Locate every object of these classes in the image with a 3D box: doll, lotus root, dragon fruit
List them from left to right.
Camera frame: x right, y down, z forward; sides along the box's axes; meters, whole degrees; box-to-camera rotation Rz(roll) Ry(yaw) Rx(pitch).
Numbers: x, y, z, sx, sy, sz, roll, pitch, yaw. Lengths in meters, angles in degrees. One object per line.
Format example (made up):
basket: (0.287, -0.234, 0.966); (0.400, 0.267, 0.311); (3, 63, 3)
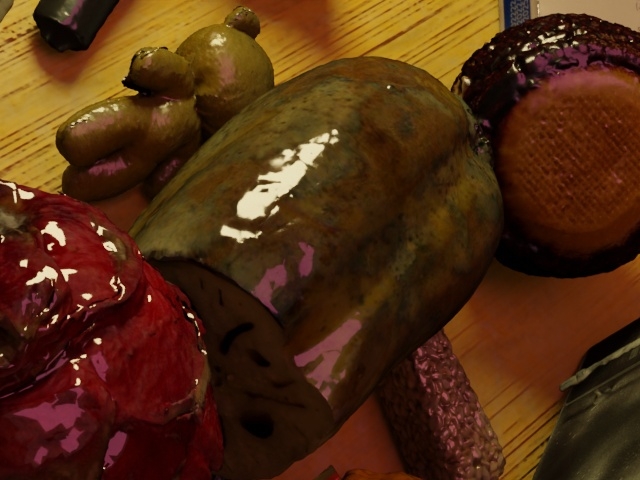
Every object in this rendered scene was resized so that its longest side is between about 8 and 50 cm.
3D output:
dragon fruit: (-0.219, 0.112, 1.222); (0.329, 0.329, 0.329); (12, 66, -29)
doll: (-0.130, -0.105, 1.501); (0.209, 0.097, 0.137); (-25, 125, -30)
lotus root: (0.000, 0.000, 1.441); (0.250, 0.250, 0.346); (51, 55, -6)

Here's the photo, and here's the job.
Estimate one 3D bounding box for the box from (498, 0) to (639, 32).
box: (0.332, -0.196, 1.843); (0.343, 0.065, 0.200); (12, 66, -29)

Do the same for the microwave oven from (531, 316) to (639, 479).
microwave oven: (0.351, 0.273, 1.510); (0.374, 0.236, 0.432); (46, 40, -11)

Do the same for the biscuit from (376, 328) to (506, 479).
biscuit: (0.094, 0.136, 1.551); (0.070, 0.082, 0.168); (-20, 83, -39)

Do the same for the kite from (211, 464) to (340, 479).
kite: (-0.045, 0.231, 1.428); (0.190, 0.010, 0.159); (38, 78, 15)

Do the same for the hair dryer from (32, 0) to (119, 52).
hair dryer: (-0.114, -0.250, 1.567); (0.244, 0.116, 0.302); (37, 68, -16)

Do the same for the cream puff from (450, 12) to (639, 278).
cream puff: (0.212, -0.084, 1.640); (0.239, 0.165, 0.239); (-4, 107, -13)

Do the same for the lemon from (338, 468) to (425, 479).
lemon: (0.063, 0.242, 1.470); (0.155, 0.114, 0.114); (44, 54, -15)

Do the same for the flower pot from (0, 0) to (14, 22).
flower pot: (-0.360, -0.208, 1.288); (0.259, 0.290, 0.290); (48, 53, -21)
